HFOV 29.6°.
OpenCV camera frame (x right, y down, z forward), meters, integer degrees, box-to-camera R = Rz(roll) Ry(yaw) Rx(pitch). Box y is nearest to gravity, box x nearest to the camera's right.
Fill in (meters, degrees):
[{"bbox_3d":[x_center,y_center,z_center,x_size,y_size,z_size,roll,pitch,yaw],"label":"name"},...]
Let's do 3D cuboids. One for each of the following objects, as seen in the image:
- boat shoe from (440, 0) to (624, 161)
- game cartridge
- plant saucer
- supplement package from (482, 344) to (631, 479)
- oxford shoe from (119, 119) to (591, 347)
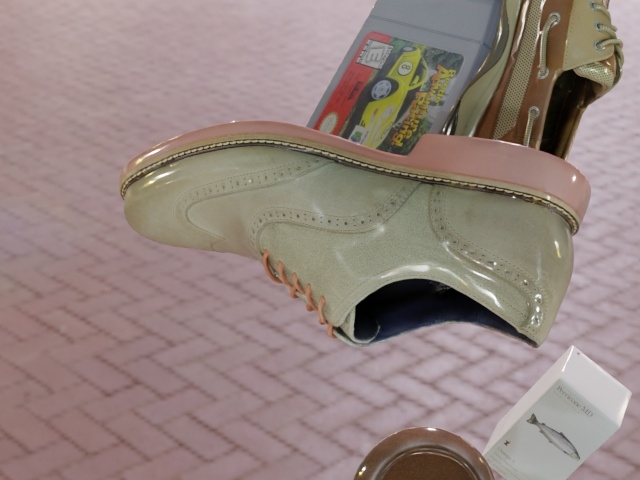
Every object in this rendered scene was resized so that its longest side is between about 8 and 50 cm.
[{"bbox_3d":[0.229,-0.172,1.140,0.120,0.324,0.122,24,2,36],"label":"boat shoe"},{"bbox_3d":[0.082,-0.136,1.268,0.196,0.294,0.060,25,-5,44],"label":"game cartridge"},{"bbox_3d":[0.117,0.292,1.344,0.168,0.169,0.029,3,-6,-2],"label":"plant saucer"},{"bbox_3d":[0.319,0.251,1.641,0.105,0.179,0.105,39,31,5],"label":"supplement package"},{"bbox_3d":[0.000,0.000,0.936,0.396,0.147,0.140,3,-22,29],"label":"oxford shoe"}]
